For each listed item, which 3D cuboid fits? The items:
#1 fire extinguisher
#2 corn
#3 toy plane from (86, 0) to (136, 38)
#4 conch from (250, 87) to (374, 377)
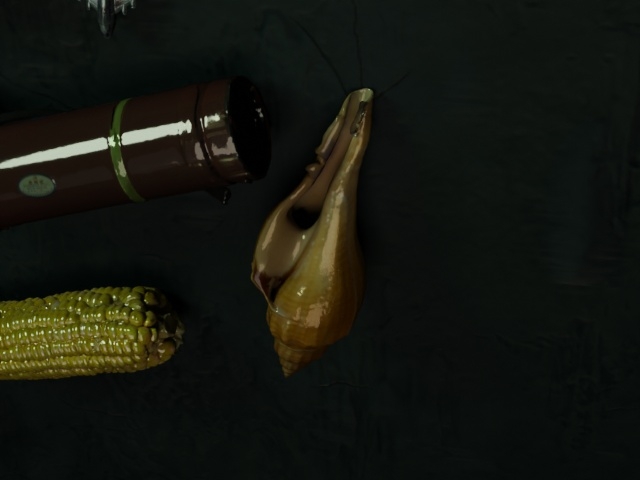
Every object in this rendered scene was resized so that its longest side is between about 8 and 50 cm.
[{"bbox_3d":[-0.213,-0.065,1.243,0.341,0.105,0.141,-10,130,20],"label":"fire extinguisher"},{"bbox_3d":[-0.286,0.100,1.443,0.291,0.101,0.101,-4,133,25],"label":"corn"},{"bbox_3d":[-0.181,-0.209,1.144,0.078,0.031,0.083,9,136,6],"label":"toy plane"},{"bbox_3d":[0.002,-0.002,1.276,0.109,0.093,0.330,23,117,16],"label":"conch"}]
